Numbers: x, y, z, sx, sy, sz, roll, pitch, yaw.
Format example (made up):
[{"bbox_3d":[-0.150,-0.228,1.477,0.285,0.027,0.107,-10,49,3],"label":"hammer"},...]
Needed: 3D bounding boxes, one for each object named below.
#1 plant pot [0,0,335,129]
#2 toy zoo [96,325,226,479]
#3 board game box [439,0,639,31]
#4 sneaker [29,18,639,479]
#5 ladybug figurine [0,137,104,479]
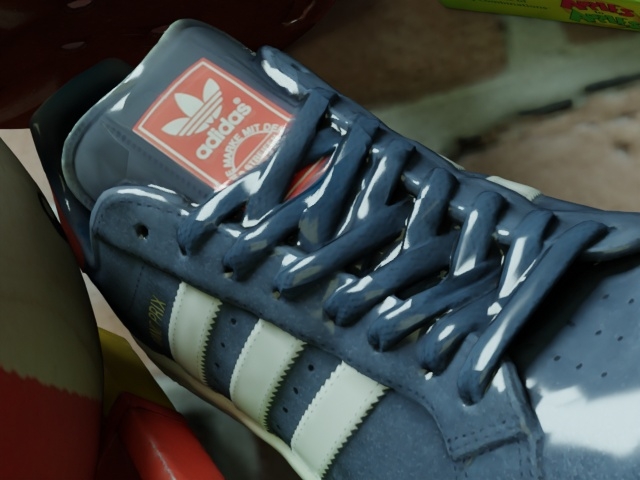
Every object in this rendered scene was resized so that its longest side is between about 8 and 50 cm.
[{"bbox_3d":[-0.119,-0.207,0.555,0.272,0.272,0.265,-22,79,20],"label":"plant pot"},{"bbox_3d":[-0.108,0.149,0.494,0.192,0.030,0.293,-61,28,4],"label":"toy zoo"},{"bbox_3d":[0.138,-0.136,0.522,0.181,0.043,0.092,14,84,27],"label":"board game box"},{"bbox_3d":[0.000,0.000,0.419,0.131,0.148,0.350,-47,30,-23],"label":"sneaker"},{"bbox_3d":[-0.203,0.152,0.441,0.305,0.162,0.449,2,69,60],"label":"ladybug figurine"}]
